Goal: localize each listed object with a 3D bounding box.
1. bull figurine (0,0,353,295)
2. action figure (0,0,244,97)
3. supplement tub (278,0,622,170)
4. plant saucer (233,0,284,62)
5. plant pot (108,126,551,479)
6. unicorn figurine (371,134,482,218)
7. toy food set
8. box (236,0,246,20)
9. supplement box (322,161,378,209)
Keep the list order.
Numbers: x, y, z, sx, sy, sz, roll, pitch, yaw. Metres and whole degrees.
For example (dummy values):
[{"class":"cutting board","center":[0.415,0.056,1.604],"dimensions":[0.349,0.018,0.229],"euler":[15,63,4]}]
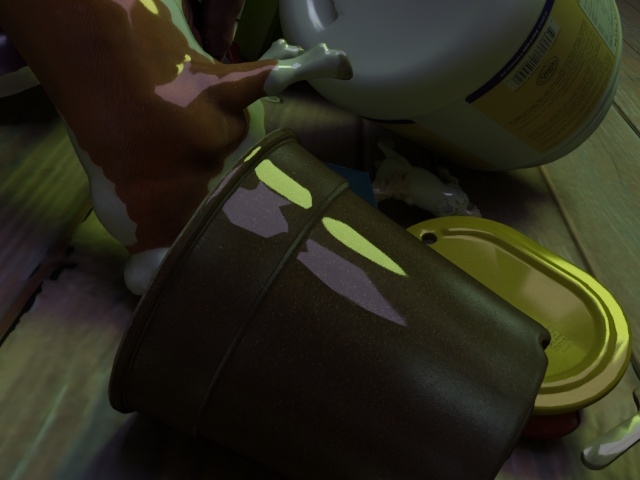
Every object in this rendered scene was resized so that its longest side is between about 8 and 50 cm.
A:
[{"class":"bull figurine","center":[-0.104,-0.113,0.470],"dimensions":[0.188,0.101,0.310],"euler":[-34,93,-14]},{"class":"action figure","center":[-0.165,-0.212,0.674],"dimensions":[0.248,0.276,0.370],"euler":[-13,-12,23]},{"class":"supplement tub","center":[0.144,-0.199,0.693],"dimensions":[0.241,0.241,0.331],"euler":[38,15,31]},{"class":"plant saucer","center":[0.001,-0.245,0.864],"dimensions":[0.188,0.188,0.045],"euler":[9,68,-14]},{"class":"plant pot","center":[0.012,0.055,0.369],"dimensions":[0.165,0.167,0.167],"euler":[30,32,6]},{"class":"unicorn figurine","center":[0.078,-0.049,0.658],"dimensions":[0.161,0.060,0.111],"euler":[9,27,-9]},{"class":"toy food set","center":[0.131,0.072,0.495],"dimensions":[0.128,0.071,0.218],"euler":[-34,53,-25]},{"class":"box","center":[-0.005,-0.417,1.109],"dimensions":[0.087,0.169,0.290],"euler":[32,32,23]},{"class":"supplement box","center":[0.000,0.000,0.513],"dimensions":[0.056,0.083,0.083],"euler":[13,31,-12]}]
